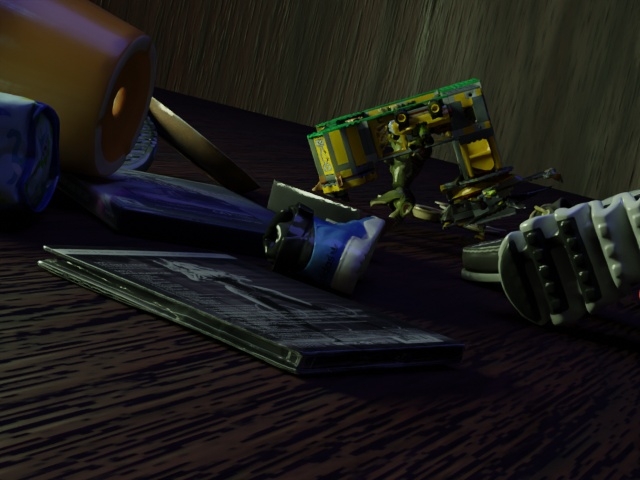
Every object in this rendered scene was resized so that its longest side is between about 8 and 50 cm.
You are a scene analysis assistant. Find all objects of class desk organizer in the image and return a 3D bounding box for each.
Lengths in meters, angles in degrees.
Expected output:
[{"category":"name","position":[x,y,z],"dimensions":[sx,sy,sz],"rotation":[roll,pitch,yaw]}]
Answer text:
[{"category":"desk organizer","position":[0.008,-0.018,1.307],"dimensions":[0.050,0.047,0.130],"rotation":[10,7,-42]}]

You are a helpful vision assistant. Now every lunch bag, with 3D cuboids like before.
[{"category":"lunch bag","position":[-0.265,-0.068,1.036],"dimensions":[0.129,0.096,0.151],"rotation":[10,-7,-3]}]

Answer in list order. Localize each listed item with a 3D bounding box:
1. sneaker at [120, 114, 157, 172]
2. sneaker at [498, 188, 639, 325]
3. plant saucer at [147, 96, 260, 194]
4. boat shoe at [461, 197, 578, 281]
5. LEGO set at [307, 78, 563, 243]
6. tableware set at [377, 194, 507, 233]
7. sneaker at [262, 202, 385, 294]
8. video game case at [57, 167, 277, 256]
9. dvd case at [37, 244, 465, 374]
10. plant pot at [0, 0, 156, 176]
[{"category":"sneaker","position":[-0.218,-0.099,1.473],"dimensions":[0.069,0.082,0.209],"rotation":[2,30,-17]},{"category":"sneaker","position":[0.293,-0.011,1.111],"dimensions":[0.292,0.110,0.118],"rotation":[-11,5,24]},{"category":"plant saucer","position":[-0.140,-0.103,1.543],"dimensions":[0.168,0.029,0.168],"rotation":[40,-2,1]},{"category":"boat shoe","position":[0.232,-0.007,1.263],"dimensions":[0.228,0.068,0.081],"rotation":[-9,9,27]},{"category":"LEGO set","position":[0.114,-0.063,1.569],"dimensions":[0.255,0.192,0.331],"rotation":[-17,6,-3]},{"category":"tableware set","position":[0.164,-0.038,1.862],"dimensions":[0.141,0.020,0.169],"rotation":[11,7,-20]},{"category":"sneaker","position":[0.000,-0.001,1.105],"dimensions":[0.085,0.058,0.152],"rotation":[22,14,5]},{"category":"video game case","position":[-0.129,-0.031,1.243],"dimensions":[0.196,0.026,0.274],"rotation":[10,9,-27]},{"category":"dvd case","position":[-0.044,0.041,0.864],"dimensions":[0.221,0.018,0.164],"rotation":[20,11,37]},{"category":"plant pot","position":[-0.252,-0.143,1.190],"dimensions":[0.188,0.205,0.205],"rotation":[18,8,8]}]
